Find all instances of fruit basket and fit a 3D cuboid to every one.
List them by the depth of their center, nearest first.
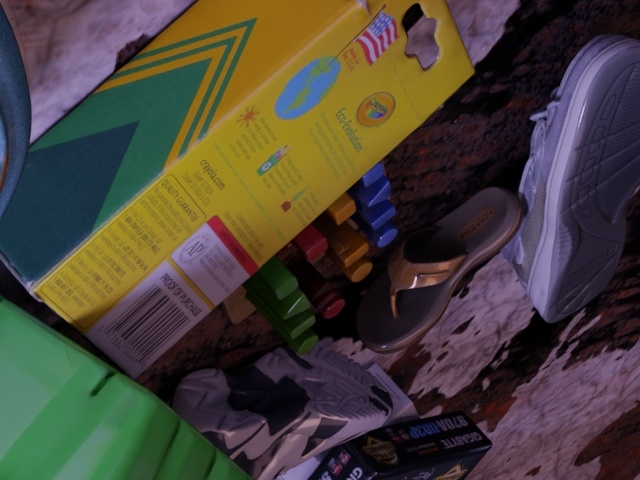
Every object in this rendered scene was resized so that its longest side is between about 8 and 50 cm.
[{"bbox_3d":[-0.213,0.256,1.314,0.392,0.283,0.392,-46,154,-30],"label":"fruit basket"}]

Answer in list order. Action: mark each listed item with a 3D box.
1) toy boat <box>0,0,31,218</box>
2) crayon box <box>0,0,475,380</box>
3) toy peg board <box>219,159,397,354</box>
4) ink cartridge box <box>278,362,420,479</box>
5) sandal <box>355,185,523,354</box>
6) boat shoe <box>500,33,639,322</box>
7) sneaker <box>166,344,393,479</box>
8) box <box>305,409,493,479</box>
[{"bbox_3d":[-0.269,-0.004,0.975,0.318,0.148,0.267,-36,155,-17],"label":"toy boat"},{"bbox_3d":[-0.054,-0.065,1.285,0.318,0.081,0.202,-41,156,-4],"label":"crayon box"},{"bbox_3d":[0.000,0.000,1.479,0.161,0.079,0.161,-38,156,-11],"label":"toy peg board"},{"bbox_3d":[0.025,0.189,1.853,0.135,0.056,0.099,-41,156,-6],"label":"ink cartridge box"},{"bbox_3d":[0.093,0.016,1.669,0.180,0.072,0.049,-44,140,-1],"label":"sandal"},{"bbox_3d":[0.211,-0.060,1.699,0.118,0.103,0.320,-30,149,-23],"label":"boat shoe"},{"bbox_3d":[-0.055,0.176,1.666,0.235,0.094,0.153,-12,143,-49],"label":"sneaker"},{"bbox_3d":[0.044,0.243,1.833,0.175,0.051,0.220,-53,156,23],"label":"box"}]
